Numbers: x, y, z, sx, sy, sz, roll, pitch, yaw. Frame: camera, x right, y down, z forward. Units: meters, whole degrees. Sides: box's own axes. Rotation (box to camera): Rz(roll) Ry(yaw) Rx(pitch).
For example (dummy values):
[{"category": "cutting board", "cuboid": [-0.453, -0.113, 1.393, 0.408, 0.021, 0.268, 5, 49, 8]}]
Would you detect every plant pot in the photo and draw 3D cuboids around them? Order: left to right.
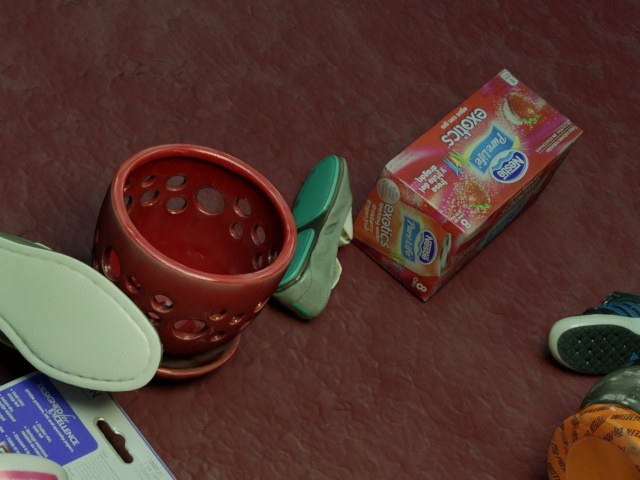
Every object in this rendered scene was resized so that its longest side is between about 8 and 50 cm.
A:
[{"category": "plant pot", "cuboid": [-0.139, 0.026, 1.844, 0.191, 0.174, 0.191, 15, 44, -15]}]

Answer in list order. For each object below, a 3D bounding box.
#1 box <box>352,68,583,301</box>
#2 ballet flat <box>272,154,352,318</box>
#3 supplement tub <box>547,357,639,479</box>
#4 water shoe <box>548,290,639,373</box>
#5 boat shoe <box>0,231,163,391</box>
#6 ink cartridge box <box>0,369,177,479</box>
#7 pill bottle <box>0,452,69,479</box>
[{"category": "box", "cuboid": [0.163, -0.065, 2.092, 0.122, 0.128, 0.257, 41, 48, 11]}, {"category": "ballet flat", "cuboid": [0.000, 0.000, 2.020, 0.068, 0.072, 0.213, 43, 43, -24]}, {"category": "supplement tub", "cuboid": [0.407, 0.198, 1.931, 0.338, 0.207, 0.207, -20, 63, -35]}, {"category": "water shoe", "cuboid": [0.328, 0.099, 2.085, 0.203, 0.073, 0.080, 1, 31, -29]}, {"category": "boat shoe", "cuboid": [-0.274, 0.054, 1.781, 0.305, 0.109, 0.091, 25, 2, 16]}, {"category": "ink cartridge box", "cuboid": [-0.253, 0.224, 1.723, 0.208, 0.045, 0.206, -25, 66, -36]}, {"category": "pill bottle", "cuboid": [-0.271, 0.330, 1.525, 0.160, 0.160, 0.283, 1, 66, -24]}]
